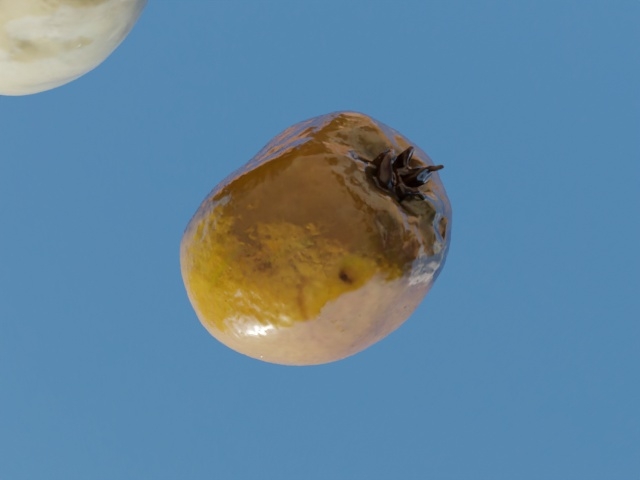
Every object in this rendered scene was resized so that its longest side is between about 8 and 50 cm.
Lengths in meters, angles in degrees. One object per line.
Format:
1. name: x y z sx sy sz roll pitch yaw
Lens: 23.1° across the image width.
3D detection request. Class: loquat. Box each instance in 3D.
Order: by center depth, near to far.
1. loquat: 0.000 0.000 1.163 0.176 0.234 0.187 44 -145 -23

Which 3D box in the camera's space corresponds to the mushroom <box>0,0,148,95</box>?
1. mushroom: -0.286 -0.290 1.245 0.336 0.314 0.314 22 -113 -31
